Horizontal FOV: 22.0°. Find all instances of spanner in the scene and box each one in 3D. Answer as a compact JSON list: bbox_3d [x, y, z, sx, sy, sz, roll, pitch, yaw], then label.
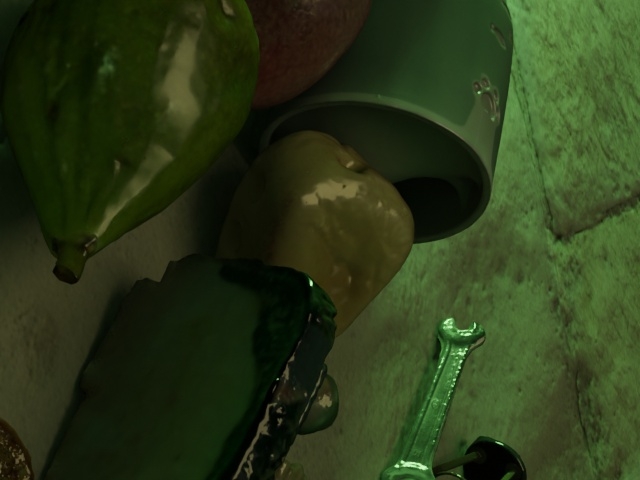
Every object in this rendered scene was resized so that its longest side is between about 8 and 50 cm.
[{"bbox_3d":[0.142,0.209,2.061,0.017,0.071,0.302,97,12,-48],"label":"spanner"}]

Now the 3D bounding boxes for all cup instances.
[{"bbox_3d":[0.088,-0.150,1.921,0.356,0.259,0.274,89,13,-56],"label":"cup"}]

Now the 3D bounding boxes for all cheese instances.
[{"bbox_3d":[0.000,0.000,1.751,0.218,0.117,0.235,-16,123,-24],"label":"cheese"}]

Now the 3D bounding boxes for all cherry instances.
[{"bbox_3d":[-0.071,-0.247,1.710,0.206,0.239,0.239,-117,-172,-74],"label":"cherry"}]

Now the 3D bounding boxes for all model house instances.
[{"bbox_3d":[-0.076,0.207,1.567,0.284,0.243,0.298,54,53,-42],"label":"model house"}]

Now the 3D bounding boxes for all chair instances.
[{"bbox_3d":[0.189,0.316,2.070,0.221,0.095,0.104,-24,105,-57],"label":"chair"}]

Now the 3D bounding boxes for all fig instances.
[{"bbox_3d":[-0.198,-0.126,1.478,0.314,0.233,0.233,-43,119,-41],"label":"fig"}]

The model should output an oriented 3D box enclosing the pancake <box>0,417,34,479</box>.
[{"bbox_3d":[-0.300,0.209,1.408,0.158,0.028,0.158,23,63,-56],"label":"pancake"}]
